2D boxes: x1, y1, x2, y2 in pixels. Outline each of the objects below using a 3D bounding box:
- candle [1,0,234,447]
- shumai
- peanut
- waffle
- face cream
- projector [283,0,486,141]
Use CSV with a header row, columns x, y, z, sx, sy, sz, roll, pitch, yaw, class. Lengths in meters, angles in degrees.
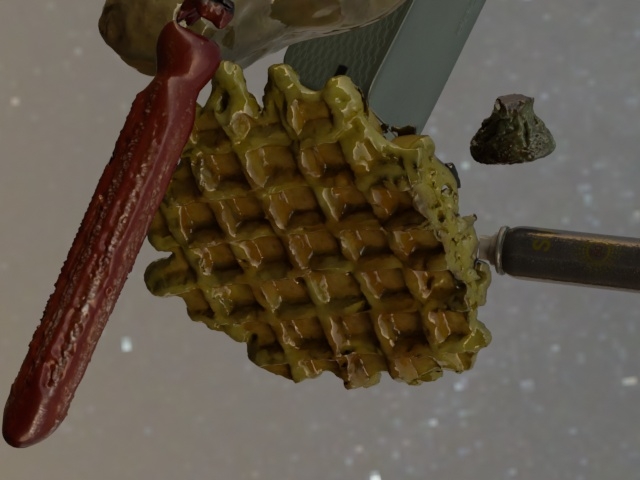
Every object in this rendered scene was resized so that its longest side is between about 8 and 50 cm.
x,y,z,sx,sy,sz,roll,pitch,yaw,class
-0.136,-0.013,1.287,0.329,0.048,0.051,-67,157,-7,candle
0.253,-0.154,2.582,0.124,0.099,0.087,1,-66,33,shumai
-0.033,-0.222,1.566,0.152,0.313,0.152,55,-23,36,peanut
0.001,-0.002,1.506,0.312,0.307,0.060,107,4,-46,waffle
0.344,0.025,2.517,0.073,0.284,0.073,6,90,-69,face cream
0.073,-0.231,1.883,0.250,0.108,0.198,-63,161,-2,projector
